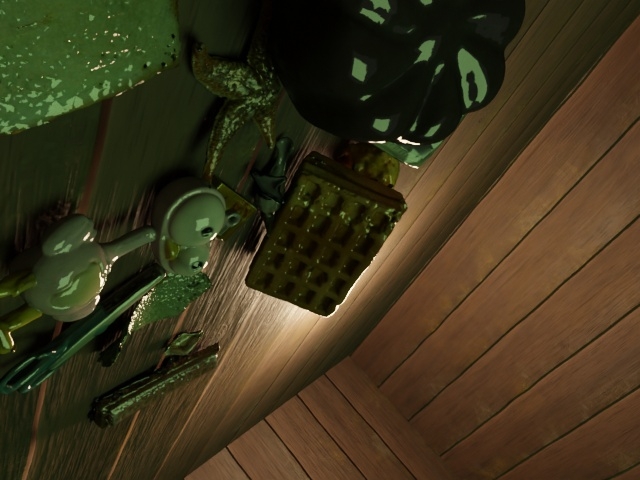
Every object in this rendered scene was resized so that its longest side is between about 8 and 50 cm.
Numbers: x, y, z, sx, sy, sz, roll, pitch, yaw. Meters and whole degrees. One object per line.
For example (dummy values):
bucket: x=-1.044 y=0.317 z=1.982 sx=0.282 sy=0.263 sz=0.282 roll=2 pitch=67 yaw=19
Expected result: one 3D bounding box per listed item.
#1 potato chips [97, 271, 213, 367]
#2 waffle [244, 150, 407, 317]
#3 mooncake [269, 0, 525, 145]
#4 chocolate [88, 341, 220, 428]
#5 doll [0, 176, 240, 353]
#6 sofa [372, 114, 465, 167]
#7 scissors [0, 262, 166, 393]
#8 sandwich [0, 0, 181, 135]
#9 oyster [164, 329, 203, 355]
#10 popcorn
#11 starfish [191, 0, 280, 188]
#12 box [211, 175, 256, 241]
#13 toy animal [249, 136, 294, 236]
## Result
potato chips: x=-0.302 y=0.135 z=0.928 sx=0.228 sy=0.059 sz=0.167 roll=-39 pitch=169 yaw=-30
waffle: x=0.000 y=0.000 z=1.025 sx=0.098 sy=0.224 sz=0.328 roll=-79 pitch=-163 yaw=-49
mooncake: x=0.097 y=-0.250 z=0.607 sx=0.306 sy=0.154 sz=0.306 roll=-17 pitch=122 yaw=-29
chocolate: x=-0.373 y=0.335 z=1.210 sx=0.329 sy=0.065 sz=0.102 roll=-25 pitch=155 yaw=-42
doll: x=-0.255 y=0.013 z=0.685 sx=0.365 sy=0.094 sz=0.160 roll=-23 pitch=139 yaw=-41
sofa: x=0.128 y=-0.263 z=0.852 sx=0.210 sy=0.225 sz=0.176 roll=-55 pitch=-157 yaw=27
scissors: x=-0.365 y=0.135 z=0.813 sx=0.289 sy=0.041 sz=0.138 roll=-40 pitch=173 yaw=-16
sandwich: x=-0.195 y=-0.203 z=0.357 sx=0.226 sy=0.087 sz=0.251 roll=-33 pitch=159 yaw=-29
oyster: x=-0.311 y=0.231 z=1.166 sx=0.093 sy=0.034 sz=0.051 roll=-6 pitch=124 yaw=-45
popcorn: x=0.092 y=-0.132 z=1.048 sx=0.152 sy=0.148 sz=0.167 roll=7 pitch=115 yaw=-29
starfish: x=-0.105 y=-0.193 z=0.645 sx=0.138 sy=0.050 sz=0.247 roll=-36 pitch=150 yaw=-31
box: x=-0.168 y=-0.049 z=0.864 sx=0.089 sy=0.022 sz=0.156 roll=-44 pitch=162 yaw=3
toy animal: x=-0.085 y=-0.082 z=0.902 sx=0.202 sy=0.070 sz=0.105 roll=106 pitch=4 yaw=-58
